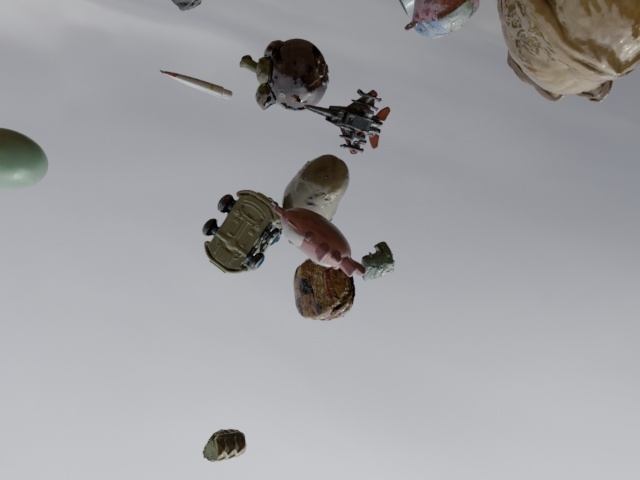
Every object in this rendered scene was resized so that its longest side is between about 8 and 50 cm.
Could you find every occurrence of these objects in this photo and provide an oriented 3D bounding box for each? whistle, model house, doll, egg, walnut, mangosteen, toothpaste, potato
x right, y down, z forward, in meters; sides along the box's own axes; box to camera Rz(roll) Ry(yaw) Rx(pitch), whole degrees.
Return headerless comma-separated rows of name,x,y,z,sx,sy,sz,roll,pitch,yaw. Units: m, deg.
whistle,0.349,-0.591,1.369,0.133,0.346,0.142,57,-174,-9
model house,0.138,0.053,1.467,0.083,0.078,0.066,-18,-148,-12
doll,0.000,0.000,1.301,0.262,0.093,0.211,37,-173,-29
egg,-0.858,-0.220,1.585,0.168,0.167,0.231,33,-169,28
walnut,0.444,-0.412,0.988,0.252,0.277,0.312,2,-112,-53
mangosteen,-0.071,-0.374,1.338,0.184,0.172,0.172,-22,-158,16
toothpaste,-0.317,-0.403,1.497,0.191,0.031,0.048,13,-161,-32
potato,-0.018,-0.136,1.652,0.165,0.262,0.164,14,-134,-15

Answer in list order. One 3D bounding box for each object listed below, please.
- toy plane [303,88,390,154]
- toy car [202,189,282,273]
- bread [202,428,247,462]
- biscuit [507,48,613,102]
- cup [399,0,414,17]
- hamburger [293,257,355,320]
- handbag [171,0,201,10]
toy plane,0.051,-0.230,1.100,0.189,0.130,0.061,3,-157,-43
toy car,-0.210,-0.023,1.725,0.204,0.247,0.198,35,-173,13
bread,-0.204,0.441,1.259,0.066,0.060,0.110,30,-172,32
biscuit,0.494,-0.399,1.196,0.290,0.208,0.041,47,-140,-5
cup,0.321,-0.770,1.552,0.205,0.312,0.205,55,-164,-25
hamburger,0.008,0.156,1.920,0.107,0.230,0.231,9,-156,-48
handbag,-0.330,-0.604,1.208,0.244,0.088,0.275,44,-163,-27
